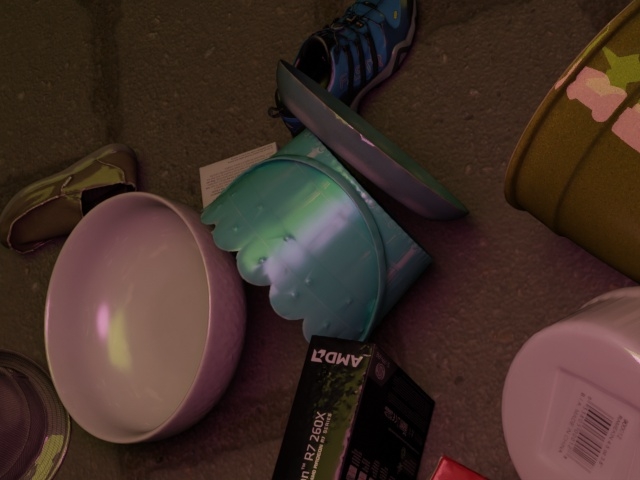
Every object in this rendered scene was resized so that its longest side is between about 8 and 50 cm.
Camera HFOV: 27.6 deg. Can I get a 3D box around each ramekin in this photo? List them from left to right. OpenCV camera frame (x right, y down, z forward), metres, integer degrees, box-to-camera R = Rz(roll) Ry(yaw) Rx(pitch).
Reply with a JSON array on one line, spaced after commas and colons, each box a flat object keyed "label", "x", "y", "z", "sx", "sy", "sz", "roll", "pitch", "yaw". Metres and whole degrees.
[{"label": "ramekin", "x": 0.332, "y": 0.197, "z": 1.435, "sx": 0.277, "sy": 0.135, "sz": 0.277, "roll": 13, "pitch": 109, "yaw": 45}]

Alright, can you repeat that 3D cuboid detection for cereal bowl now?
[{"label": "cereal bowl", "x": -0.222, "y": 0.109, "z": 1.786, "sx": 0.339, "sy": 0.141, "sz": 0.339, "roll": -7, "pitch": 79, "yaw": 38}]

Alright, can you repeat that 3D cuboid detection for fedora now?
[{"label": "fedora", "x": -0.509, "y": 0.263, "z": 1.881, "sx": 0.275, "sy": 0.124, "sz": 0.243, "roll": 37, "pitch": 85, "yaw": 33}]

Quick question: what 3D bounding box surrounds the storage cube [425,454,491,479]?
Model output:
[{"label": "storage cube", "x": 0.171, "y": 0.371, "z": 1.439, "sx": 0.193, "sy": 0.215, "sz": 0.183, "roll": 28, "pitch": 76, "yaw": 7}]

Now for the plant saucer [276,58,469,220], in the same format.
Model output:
[{"label": "plant saucer", "x": 0.059, "y": -0.121, "z": 1.695, "sx": 0.043, "sy": 0.317, "sz": 0.317, "roll": -51, "pitch": 56, "yaw": 7}]

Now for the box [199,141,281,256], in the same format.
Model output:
[{"label": "box", "x": -0.099, "y": -0.053, "z": 1.876, "sx": 0.126, "sy": 0.072, "sz": 0.137, "roll": -18, "pitch": 59, "yaw": 16}]

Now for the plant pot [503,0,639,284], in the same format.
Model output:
[{"label": "plant pot", "x": 0.465, "y": -0.064, "z": 1.488, "sx": 0.366, "sy": 0.366, "sz": 0.353, "roll": -45, "pitch": 69, "yaw": -1}]

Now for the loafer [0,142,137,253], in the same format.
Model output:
[{"label": "loafer", "x": -0.385, "y": -0.054, "z": 1.995, "sx": 0.251, "sy": 0.094, "sz": 0.087, "roll": -34, "pitch": 53, "yaw": 6}]

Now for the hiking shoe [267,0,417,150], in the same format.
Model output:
[{"label": "hiking shoe", "x": 0.042, "y": -0.274, "z": 1.881, "sx": 0.113, "sy": 0.132, "sz": 0.304, "roll": 21, "pitch": 76, "yaw": 31}]

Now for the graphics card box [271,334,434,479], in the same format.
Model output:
[{"label": "graphics card box", "x": 0.022, "y": 0.323, "z": 1.544, "sx": 0.094, "sy": 0.233, "sz": 0.371, "roll": 7, "pitch": 70, "yaw": 28}]

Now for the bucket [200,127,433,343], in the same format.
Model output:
[{"label": "bucket", "x": 0.000, "y": 0.000, "z": 1.681, "sx": 0.183, "sy": 0.281, "sz": 0.281, "roll": -44, "pitch": 56, "yaw": 4}]
